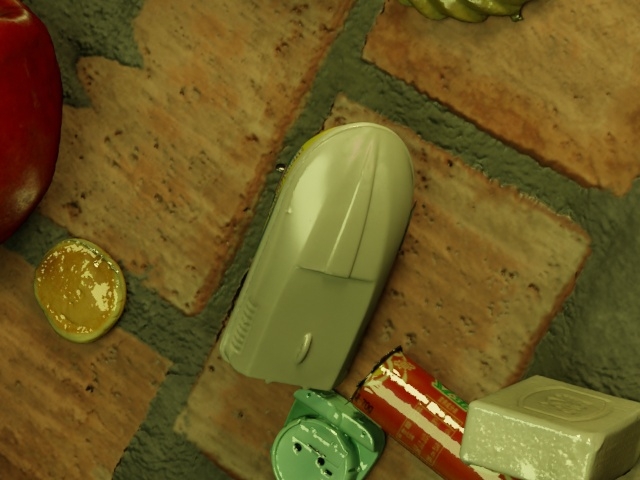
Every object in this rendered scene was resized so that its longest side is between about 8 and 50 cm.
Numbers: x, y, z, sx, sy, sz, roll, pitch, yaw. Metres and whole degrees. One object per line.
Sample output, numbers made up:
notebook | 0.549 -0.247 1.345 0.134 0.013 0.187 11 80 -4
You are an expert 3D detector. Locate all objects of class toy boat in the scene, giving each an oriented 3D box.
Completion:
toy boat | 0.000 0.007 1.793 0.141 0.141 0.269 21 102 21

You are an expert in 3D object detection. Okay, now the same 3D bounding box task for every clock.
clock | -0.004 0.217 1.848 0.101 0.041 0.135 32 105 19

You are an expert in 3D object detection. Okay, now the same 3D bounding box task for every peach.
peach | -0.379 -0.094 1.872 0.201 0.258 0.362 22 98 27

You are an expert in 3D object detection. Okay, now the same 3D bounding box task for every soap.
soap | 0.210 0.173 1.673 0.121 0.183 0.064 15 100 23

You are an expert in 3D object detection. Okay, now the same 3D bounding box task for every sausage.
sausage | 0.149 0.205 1.764 0.264 0.083 0.083 38 107 15

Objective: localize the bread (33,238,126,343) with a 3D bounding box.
bread | -0.249 0.052 1.955 0.110 0.024 0.110 2 94 25

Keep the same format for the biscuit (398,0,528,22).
biscuit | 0.175 -0.326 1.737 0.187 0.036 0.273 17 100 22
